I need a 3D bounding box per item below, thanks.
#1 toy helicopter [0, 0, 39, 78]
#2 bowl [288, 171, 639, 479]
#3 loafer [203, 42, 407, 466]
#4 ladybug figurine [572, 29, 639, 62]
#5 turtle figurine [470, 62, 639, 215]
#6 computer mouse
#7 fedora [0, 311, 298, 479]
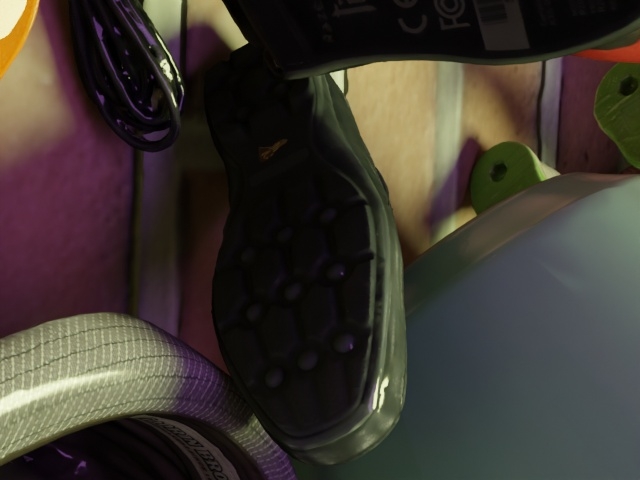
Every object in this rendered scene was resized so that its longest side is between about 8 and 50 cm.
[{"bbox_3d":[-0.249,-0.043,0.233,0.355,0.140,0.235,-49,138,-14],"label":"toy helicopter"},{"bbox_3d":[0.104,0.086,0.537,0.311,0.311,0.163,-21,67,-43],"label":"bowl"},{"bbox_3d":[0.000,0.000,0.466,0.078,0.076,0.223,53,16,-39],"label":"loafer"},{"bbox_3d":[0.075,-0.235,0.456,0.162,0.305,0.449,-38,119,-3],"label":"ladybug figurine"},{"bbox_3d":[0.225,0.033,0.692,0.266,0.197,0.275,31,70,-39],"label":"turtle figurine"},{"bbox_3d":[-0.005,-0.140,0.399,0.060,0.262,0.184,-45,118,-47],"label":"computer mouse"},{"bbox_3d":[-0.123,0.144,0.390,0.275,0.124,0.244,-36,122,-48],"label":"fedora"}]
